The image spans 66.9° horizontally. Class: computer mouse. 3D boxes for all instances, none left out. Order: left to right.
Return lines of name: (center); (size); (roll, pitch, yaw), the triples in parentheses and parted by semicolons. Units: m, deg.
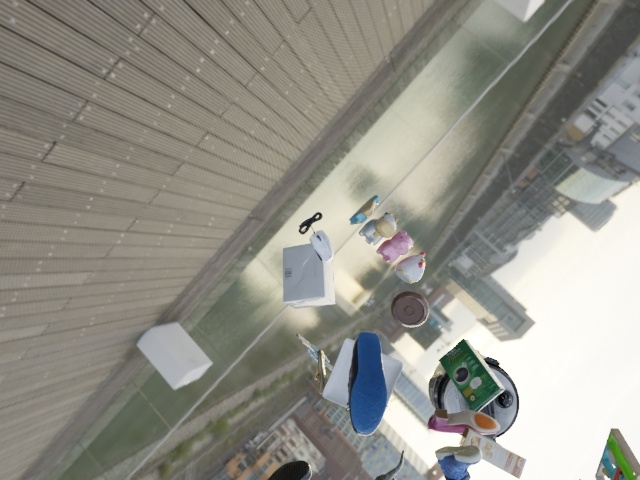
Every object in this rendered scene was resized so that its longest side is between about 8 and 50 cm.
computer mouse: (0.000, 0.000, 1.770); (0.106, 0.193, 0.042); (-36, -158, -15)

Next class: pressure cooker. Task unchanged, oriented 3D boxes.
pressure cooker: (0.713, 0.710, 2.242); (0.376, 0.369, 0.420); (-52, 173, 1)

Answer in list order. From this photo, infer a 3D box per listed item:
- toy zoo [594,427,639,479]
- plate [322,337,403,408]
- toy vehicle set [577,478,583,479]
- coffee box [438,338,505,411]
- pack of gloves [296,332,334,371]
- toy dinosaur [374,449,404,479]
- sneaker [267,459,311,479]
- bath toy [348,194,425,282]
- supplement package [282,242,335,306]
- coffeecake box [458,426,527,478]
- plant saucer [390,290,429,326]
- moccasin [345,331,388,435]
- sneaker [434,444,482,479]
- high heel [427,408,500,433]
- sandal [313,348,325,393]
toy zoo: (1.005, 0.815, 1.642); (0.192, 0.030, 0.293); (-79, 169, -64)
plate: (0.185, 0.607, 2.117); (0.045, 0.277, 0.277); (59, 54, -76)
toy vehicle set: (0.903, 1.019, 1.808); (0.166, 0.035, 0.267); (-46, 158, -42)
coffee box: (0.446, 0.397, 1.439); (0.040, 0.184, 0.113); (20, 117, -43)
pack of gloves: (-0.021, 0.570, 2.347); (0.046, 0.232, 0.195); (-46, -148, 2)
toy dinosaur: (0.253, 0.956, 1.903); (0.268, 0.118, 0.064); (-32, -157, -20)
sneaker: (-0.129, 0.884, 1.650); (0.330, 0.146, 0.122); (-43, -166, 12)
bath toy: (0.263, 0.003, 1.736); (0.129, 0.348, 0.151); (-46, -163, -12)
supplement package: (-0.054, 0.162, 2.216); (0.203, 0.262, 0.145); (-10, 156, 19)
coffeecake box: (0.552, 0.682, 1.565); (0.068, 0.185, 0.142); (-63, 162, -10)
plant saucer: (0.394, 0.308, 2.137); (0.168, 0.168, 0.029); (-50, 179, 17)
moccasin: (0.155, 0.472, 1.590); (0.117, 0.137, 0.342); (108, -5, -51)
sneaker: (0.315, 0.504, 1.069); (0.058, 0.085, 0.152); (-12, 164, -27)
high heel: (0.514, 0.673, 1.751); (0.082, 0.243, 0.117); (-85, -179, -48)
sandal: (-0.008, 0.547, 2.027); (0.049, 0.180, 0.072); (-5, 173, 9)
